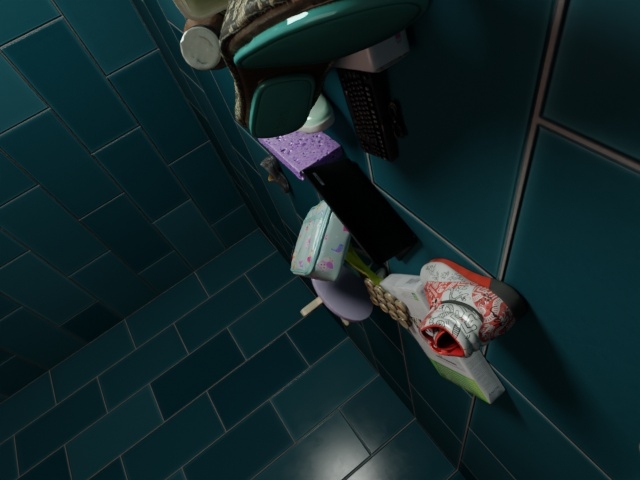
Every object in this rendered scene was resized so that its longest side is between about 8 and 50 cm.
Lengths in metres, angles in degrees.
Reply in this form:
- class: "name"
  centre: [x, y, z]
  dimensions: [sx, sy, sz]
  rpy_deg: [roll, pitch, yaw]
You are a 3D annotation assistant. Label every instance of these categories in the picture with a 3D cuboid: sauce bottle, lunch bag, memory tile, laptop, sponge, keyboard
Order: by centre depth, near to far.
- class: "keyboard"
  centre: [0.085, -0.197, 0.654]
  dimensions: [0.108, 0.023, 0.180]
  rpy_deg: [25, 158, 34]
- class: "sauce bottle"
  centre: [-0.216, -0.411, 0.837]
  dimensions: [0.345, 0.111, 0.112]
  rpy_deg: [-104, -13, -58]
- class: "laptop"
  centre: [0.081, -0.043, 0.889]
  dimensions: [0.234, 0.136, 0.264]
  rpy_deg: [53, 169, 12]
- class: "sponge"
  centre: [-0.054, -0.228, 0.958]
  dimensions: [0.210, 0.117, 0.031]
  rpy_deg: [46, 164, 37]
- class: "memory tile"
  centre: [0.176, 0.167, 1.090]
  dimensions: [0.148, 0.012, 0.113]
  rpy_deg: [34, 157, 41]
- class: "lunch bag"
  centre: [0.000, 0.000, 1.178]
  dimensions: [0.107, 0.224, 0.279]
  rpy_deg: [16, 174, -14]

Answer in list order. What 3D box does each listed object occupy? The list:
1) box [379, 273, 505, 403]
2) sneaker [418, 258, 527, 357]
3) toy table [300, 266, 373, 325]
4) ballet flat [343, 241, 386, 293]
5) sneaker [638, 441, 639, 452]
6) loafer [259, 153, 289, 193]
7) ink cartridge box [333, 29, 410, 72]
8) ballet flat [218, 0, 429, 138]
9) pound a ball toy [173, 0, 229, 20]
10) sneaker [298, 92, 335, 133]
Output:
- class: "box"
  centre: [0.290, 0.229, 1.027]
  dimensions: [0.322, 0.058, 0.232]
  rpy_deg: [57, 169, -5]
- class: "sneaker"
  centre: [0.221, 0.117, 0.751]
  dimensions: [0.090, 0.144, 0.270]
  rpy_deg: [58, 169, -17]
- class: "toy table"
  centre: [0.052, 0.178, 1.450]
  dimensions: [0.275, 0.252, 0.161]
  rpy_deg: [64, 156, 16]
- class: "ballet flat"
  centre: [0.140, 0.092, 1.179]
  dimensions: [0.231, 0.077, 0.077]
  rpy_deg: [44, 168, 19]
- class: "sneaker"
  centre: [0.432, 0.267, 0.483]
  dimensions: [0.106, 0.078, 0.234]
  rpy_deg: [35, 159, 54]
- class: "loafer"
  centre: [-0.171, -0.241, 1.547]
  dimensions: [0.062, 0.061, 0.170]
  rpy_deg: [37, 160, 54]
- class: "ink cartridge box"
  centre: [-0.040, -0.399, 0.533]
  dimensions: [0.324, 0.071, 0.330]
  rpy_deg: [42, 160, 52]
- class: "ballet flat"
  centre: [-0.043, -0.247, 0.467]
  dimensions: [0.482, 0.163, 0.182]
  rpy_deg: [-167, 65, -75]
- class: "pound a ball toy"
  centre: [-0.252, -0.540, 0.623]
  dimensions: [0.208, 0.135, 0.320]
  rpy_deg: [47, -160, -81]
- class: "sneaker"
  centre: [-0.070, -0.323, 0.795]
  dimensions: [0.256, 0.094, 0.151]
  rpy_deg: [51, 172, 26]
